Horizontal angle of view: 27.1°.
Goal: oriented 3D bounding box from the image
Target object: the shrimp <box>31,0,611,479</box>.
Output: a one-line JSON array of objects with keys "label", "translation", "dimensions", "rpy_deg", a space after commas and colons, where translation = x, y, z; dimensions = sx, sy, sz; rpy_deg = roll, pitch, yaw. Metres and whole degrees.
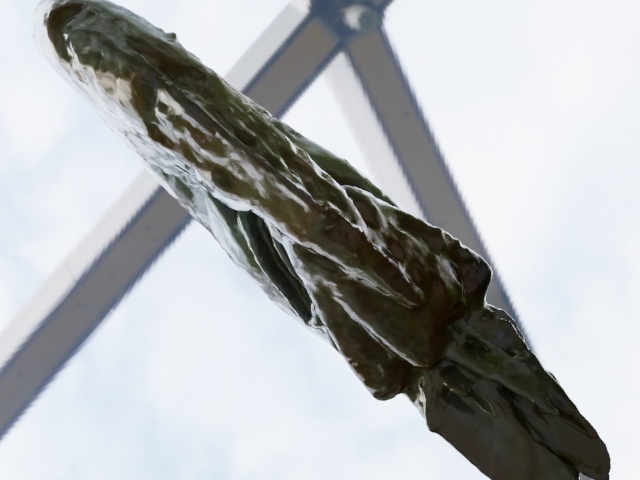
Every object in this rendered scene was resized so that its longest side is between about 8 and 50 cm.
[{"label": "shrimp", "translation": [0.000, 0.000, 0.559], "dimensions": [0.317, 0.168, 0.077], "rpy_deg": [39, -89, 8]}]
